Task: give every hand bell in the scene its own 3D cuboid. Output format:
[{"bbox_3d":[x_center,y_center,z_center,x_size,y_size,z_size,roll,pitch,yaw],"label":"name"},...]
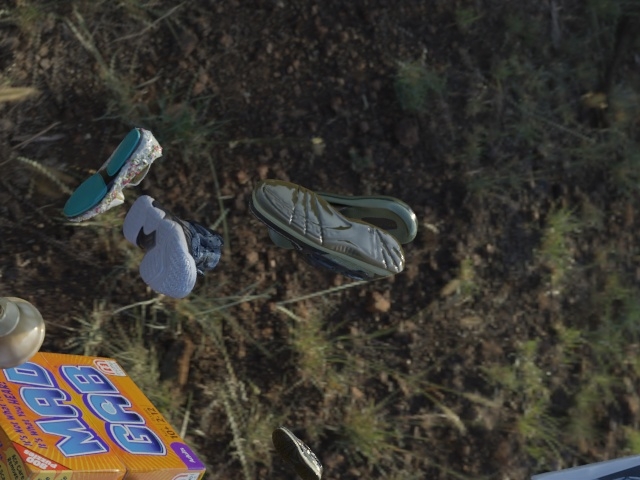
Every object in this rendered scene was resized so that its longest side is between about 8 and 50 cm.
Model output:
[{"bbox_3d":[-0.501,0.101,1.336,0.126,0.242,0.126,4,64,-8],"label":"hand bell"}]

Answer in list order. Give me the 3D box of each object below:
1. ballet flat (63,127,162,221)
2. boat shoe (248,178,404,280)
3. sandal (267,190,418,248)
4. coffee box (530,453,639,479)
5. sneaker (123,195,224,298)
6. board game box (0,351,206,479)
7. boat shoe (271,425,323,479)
[{"bbox_3d":[-0.395,-0.114,1.695,0.241,0.091,0.077,-44,138,14],"label":"ballet flat"},{"bbox_3d":[0.001,-0.001,1.083,0.224,0.073,0.080,24,45,-26],"label":"boat shoe"},{"bbox_3d":[0.024,-0.021,1.542,0.120,0.303,0.086,59,45,-34],"label":"sandal"},{"bbox_3d":[0.505,0.480,1.180,0.337,0.334,0.338,52,25,-59],"label":"coffee box"},{"bbox_3d":[-0.221,0.022,1.439,0.153,0.268,0.101,25,104,-36],"label":"sneaker"},{"bbox_3d":[-0.500,0.441,1.556,0.356,0.356,0.356,15,106,-48],"label":"board game box"},{"bbox_3d":[-0.050,0.467,1.919,0.152,0.056,0.049,56,27,-8],"label":"boat shoe"}]
